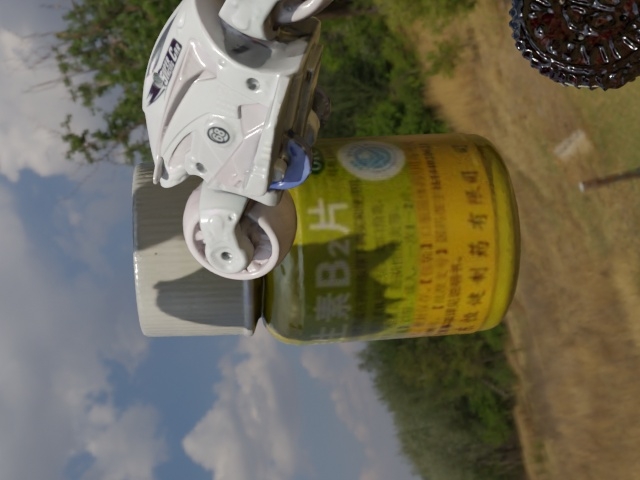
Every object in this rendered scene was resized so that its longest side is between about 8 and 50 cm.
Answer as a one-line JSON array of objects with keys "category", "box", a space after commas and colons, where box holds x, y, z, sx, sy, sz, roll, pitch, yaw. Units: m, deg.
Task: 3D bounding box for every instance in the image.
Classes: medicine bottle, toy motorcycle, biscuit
[{"category": "medicine bottle", "box": [0.000, 0.000, 0.929, 0.224, 0.384, 0.224, 177, 90, -83]}, {"category": "toy motorcycle", "box": [-0.049, -0.081, 0.490, 0.112, 0.112, 0.254, -98, 15, -48]}, {"category": "biscuit", "box": [0.311, -0.260, 0.974, 0.053, 0.195, 0.194, 39, -144, -71]}]
